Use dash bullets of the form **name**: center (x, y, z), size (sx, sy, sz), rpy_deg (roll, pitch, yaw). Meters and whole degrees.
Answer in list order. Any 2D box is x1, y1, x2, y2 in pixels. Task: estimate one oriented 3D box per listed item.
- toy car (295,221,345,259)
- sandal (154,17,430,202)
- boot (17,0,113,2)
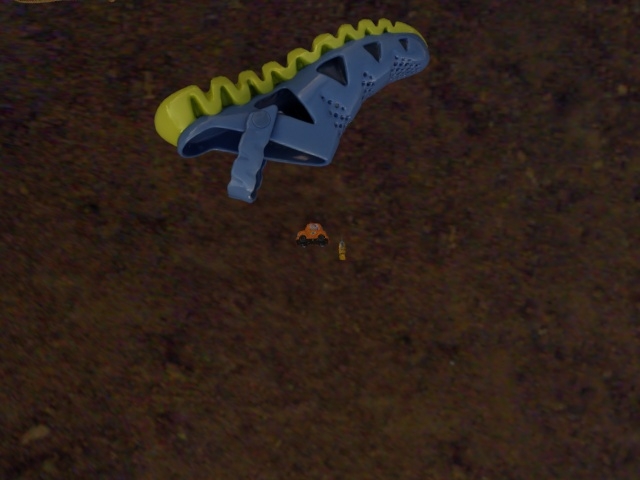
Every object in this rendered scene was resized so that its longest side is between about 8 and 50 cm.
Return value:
- **toy car**: center (0.000, 0.000, 1.990), size (0.122, 0.060, 0.041), rpy_deg (40, 45, -62)
- **sandal**: center (-0.017, -0.142, 1.291), size (0.317, 0.126, 0.138), rpy_deg (-25, 77, -3)
- **boot**: center (-0.077, -0.259, 0.727), size (0.104, 0.295, 0.211), rpy_deg (42, 45, -37)
